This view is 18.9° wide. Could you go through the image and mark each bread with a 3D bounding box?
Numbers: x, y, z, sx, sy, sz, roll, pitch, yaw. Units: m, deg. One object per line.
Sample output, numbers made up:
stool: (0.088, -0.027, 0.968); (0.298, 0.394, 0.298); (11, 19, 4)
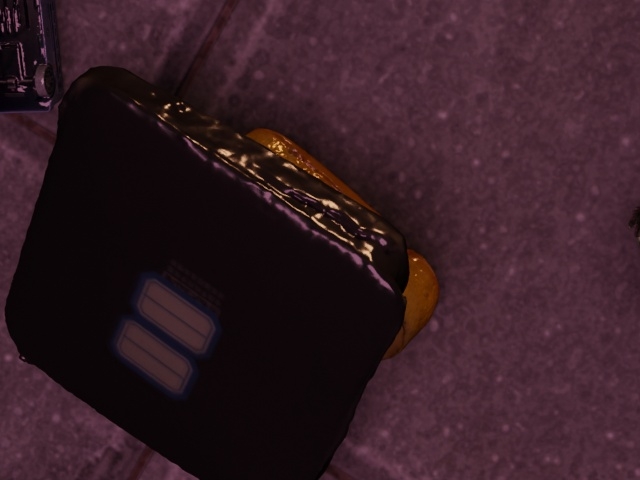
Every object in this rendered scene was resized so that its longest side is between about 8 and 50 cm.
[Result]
bread: (0.000, 0.000, 1.747); (0.245, 0.094, 0.102); (41, 138, 1)

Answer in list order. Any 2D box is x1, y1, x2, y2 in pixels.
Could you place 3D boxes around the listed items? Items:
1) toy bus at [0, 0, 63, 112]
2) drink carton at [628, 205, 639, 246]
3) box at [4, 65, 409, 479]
toy bus: (-0.281, -0.204, 1.773); (0.073, 0.076, 0.167); (0, 106, 13)
drink carton: (0.405, 0.016, 1.649); (0.271, 0.161, 0.108); (-6, 103, 15)
box: (-0.107, 0.050, 1.727); (0.359, 0.091, 0.350); (32, 130, 10)
